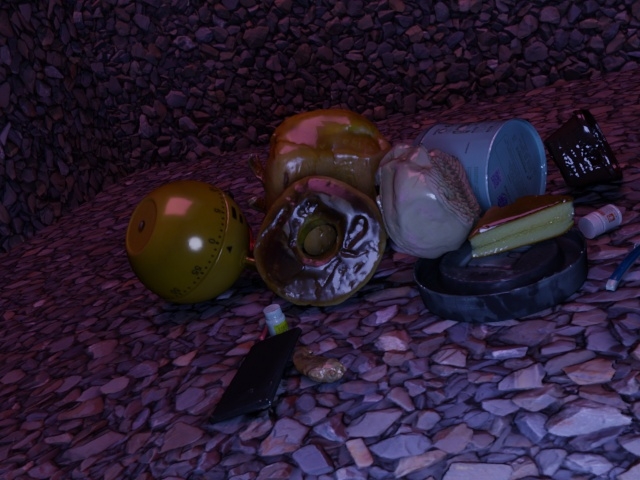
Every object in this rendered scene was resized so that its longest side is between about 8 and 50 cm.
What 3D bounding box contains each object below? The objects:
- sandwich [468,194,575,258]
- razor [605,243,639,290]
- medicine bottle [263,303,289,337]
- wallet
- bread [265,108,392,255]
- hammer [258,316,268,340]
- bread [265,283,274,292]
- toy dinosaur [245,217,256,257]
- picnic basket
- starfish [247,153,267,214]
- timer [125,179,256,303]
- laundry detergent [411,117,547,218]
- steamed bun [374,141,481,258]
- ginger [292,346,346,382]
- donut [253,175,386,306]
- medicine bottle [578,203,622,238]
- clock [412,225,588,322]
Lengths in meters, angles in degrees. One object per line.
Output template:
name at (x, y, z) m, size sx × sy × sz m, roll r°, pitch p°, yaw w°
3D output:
sandwich at (0.435, -0.035, 1.720) m, size 0.244 × 0.090 × 0.088 m, roll -19°, pitch 23°, yaw 3°
razor at (0.645, 0.048, 1.626) m, size 0.191 × 0.037 × 0.068 m, roll -31°, pitch 24°, yaw -36°
medicine bottle at (-0.099, 0.191, 1.779) m, size 0.047 × 0.083 × 0.047 m, roll -15°, pitch 21°, yaw 6°
wallet at (-0.127, 0.274, 1.616) m, size 0.146 × 0.030 × 0.285 m, roll -27°, pitch 16°, yaw 23°
bread at (0.022, -0.161, 2.125) m, size 0.360 × 0.395 × 0.250 m, roll -9°, pitch 25°, yaw -11°
hammer at (-0.127, 0.209, 1.837) m, size 0.052 × 0.031 × 0.083 m, roll -13°, pitch 25°, yaw 21°
bread at (-0.105, 0.088, 2.026) m, size 0.082 × 0.113 × 0.060 m, roll -23°, pitch 27°, yaw -38°
toy dinosaur at (-0.231, -0.012, 2.371) m, size 0.070 × 0.139 × 0.286 m, roll -21°, pitch 19°, yaw -16°
picnic basket at (0.704, -0.232, 2.099) m, size 0.129 × 0.223 × 0.297 m, roll -31°, pitch -6°, yaw 25°
starfish at (-0.151, -0.085, 2.328) m, size 0.094 × 0.327 × 0.375 m, roll -12°, pitch 52°, yaw 1°
timer at (-0.330, 0.014, 2.156) m, size 0.386 × 0.376 × 0.376 m, roll 24°, pitch -10°, yaw -38°
laundry detergent at (0.396, -0.176, 2.079) m, size 0.305 × 0.287 × 0.287 m, roll 4°, pitch 28°, yaw 46°
steamed bun at (0.233, -0.084, 1.806) m, size 0.206 × 0.275 × 0.320 m, roll -36°, pitch -22°, yaw 27°
ginger at (-0.014, 0.252, 1.589) m, size 0.069 × 0.051 × 0.173 m, roll -22°, pitch 21°, yaw -24°
donut at (0.000, 0.000, 1.922) m, size 0.329 × 0.330 × 0.160 m, roll -15°, pitch -1°, yaw 4°
medicine bottle at (0.662, -0.045, 1.845) m, size 0.089 × 0.057 × 0.057 m, roll -24°, pitch 20°, yaw -19°
clock at (0.399, 0.062, 1.737) m, size 0.385 × 0.077 × 0.386 m, roll -15°, pitch 19°, yaw 5°
